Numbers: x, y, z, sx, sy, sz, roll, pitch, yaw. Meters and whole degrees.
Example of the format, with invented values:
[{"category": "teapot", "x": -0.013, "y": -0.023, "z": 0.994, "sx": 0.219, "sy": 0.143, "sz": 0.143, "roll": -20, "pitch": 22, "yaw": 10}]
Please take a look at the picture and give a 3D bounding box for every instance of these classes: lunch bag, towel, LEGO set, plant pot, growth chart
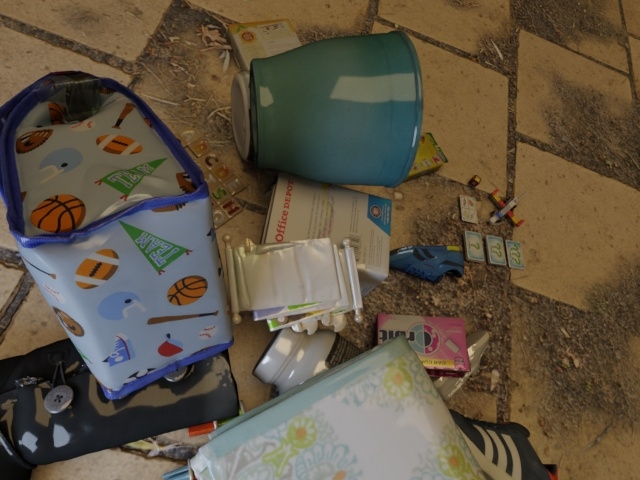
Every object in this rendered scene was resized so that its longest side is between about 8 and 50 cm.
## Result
[{"category": "lunch bag", "x": -0.311, "y": -0.027, "z": 0.627, "sx": 0.238, "sy": 0.328, "sz": 0.385, "roll": -19, "pitch": 49, "yaw": -25}, {"category": "towel", "x": 0.038, "y": 0.360, "z": 0.611, "sx": 0.374, "sy": 0.090, "sz": 0.321, "roll": -27, "pitch": 78, "yaw": -5}, {"category": "LEGO set", "x": 0.451, "y": -0.056, "z": 1.087, "sx": 0.182, "sy": 0.060, "sz": 0.245, "roll": 10, "pitch": 65, "yaw": -17}, {"category": "plant pot", "x": 0.006, "y": -0.225, "z": 0.747, "sx": 0.255, "sy": 0.272, "sz": 0.272, "roll": -4, "pitch": 69, "yaw": -11}, {"category": "growth chart", "x": -0.042, "y": 0.073, "z": 0.708, "sx": 0.237, "sy": 0.021, "sz": 0.172, "roll": -1, "pitch": 91, "yaw": -11}]

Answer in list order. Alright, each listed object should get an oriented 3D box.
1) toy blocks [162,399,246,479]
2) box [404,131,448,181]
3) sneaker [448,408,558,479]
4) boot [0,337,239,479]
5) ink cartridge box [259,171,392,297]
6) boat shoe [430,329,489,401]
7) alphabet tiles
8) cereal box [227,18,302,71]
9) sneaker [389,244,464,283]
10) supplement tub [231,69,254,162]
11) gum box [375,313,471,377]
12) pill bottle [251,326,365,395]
[{"category": "toy blocks", "x": -0.196, "y": 0.353, "z": 0.721, "sx": 0.148, "sy": 0.054, "sz": 0.123, "roll": -8, "pitch": 72, "yaw": -19}, {"category": "box", "x": 0.238, "y": -0.215, "z": 1.095, "sx": 0.179, "sy": 0.043, "sz": 0.105, "roll": -21, "pitch": 75, "yaw": -21}, {"category": "sneaker", "x": 0.321, "y": 0.395, "z": 0.830, "sx": 0.350, "sy": 0.131, "sz": 0.148, "roll": 42, "pitch": 56, "yaw": -3}, {"category": "boot", "x": -0.340, "y": 0.311, "z": 0.645, "sx": 0.444, "sy": 0.146, "sz": 0.367, "roll": -11, "pitch": 71, "yaw": -22}, {"category": "ink cartridge box", "x": 0.000, "y": 0.000, "z": 0.838, "sx": 0.232, "sy": 0.168, "sz": 0.171, "roll": 14, "pitch": 62, "yaw": -10}, {"category": "boat shoe", "x": 0.308, "y": 0.268, "z": 0.906, "sx": 0.184, "sy": 0.066, "sz": 0.063, "roll": -37, "pitch": 93, "yaw": -27}, {"category": "alphabet tiles", "x": -0.288, "y": -0.122, "z": 0.914, "sx": 0.198, "sy": 0.009, "sz": 0.237, "roll": -39, "pitch": 83, "yaw": -27}, {"category": "cereal box", "x": -0.118, "y": -0.456, "z": 1.082, "sx": 0.172, "sy": 0.047, "sz": 0.240, "roll": -17, "pitch": 75, "yaw": -22}, {"category": "sneaker", "x": 0.238, "y": 0.057, "z": 0.967, "sx": 0.209, "sy": 0.069, "sz": 0.082, "roll": 0, "pitch": 72, "yaw": -17}, {"category": "supplement tub", "x": -0.031, "y": -0.283, "z": 0.956, "sx": 0.315, "sy": 0.193, "sz": 0.194, "roll": -8, "pitch": 71, "yaw": -21}, {"category": "gum box", "x": 0.207, "y": 0.215, "z": 0.862, "sx": 0.188, "sy": 0.062, "sz": 0.107, "roll": 3, "pitch": 60, "yaw": 3}, {"category": "pill bottle", "x": 0.026, "y": 0.262, "z": 0.765, "sx": 0.278, "sy": 0.162, "sz": 0.162, "roll": 35, "pitch": 63, "yaw": -1}]
